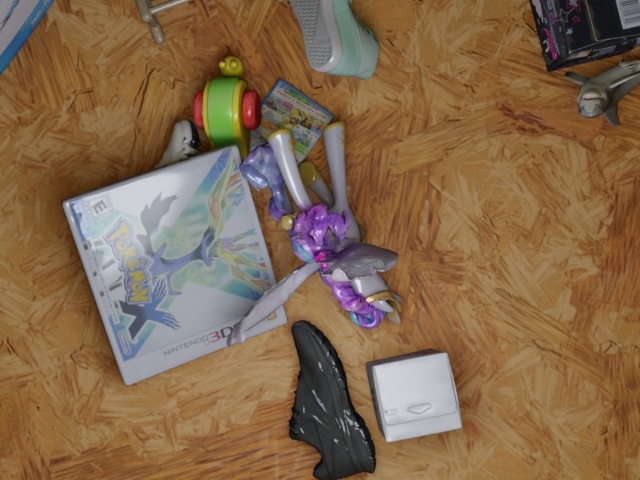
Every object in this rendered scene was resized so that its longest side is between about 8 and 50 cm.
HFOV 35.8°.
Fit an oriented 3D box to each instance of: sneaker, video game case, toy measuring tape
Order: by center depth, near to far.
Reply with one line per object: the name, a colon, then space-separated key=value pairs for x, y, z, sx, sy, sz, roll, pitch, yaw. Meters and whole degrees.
video game case: x=-0.234 y=0.040 z=1.645 sx=0.300 sy=0.036 sz=0.329 roll=-20 pitch=107 yaw=-17
sneaker: x=-0.005 y=0.277 z=1.692 sx=0.130 sy=0.109 sz=0.286 roll=-21 pitch=84 yaw=4
toy measuring tape: x=-0.163 y=-0.163 z=1.695 sx=0.121 sy=0.121 sz=0.330 roll=3 pitch=79 yaw=-1
sneaker: x=-0.276 y=-0.071 z=1.711 sx=0.118 sy=0.110 sz=0.292 roll=11 pitch=85 yaw=8
sneaker: x=0.029 y=-0.399 z=1.742 sx=0.094 sy=0.151 sz=0.256 roll=-19 pitch=73 yaw=37
video game case: x=-0.071 y=-0.187 z=1.764 sx=0.119 sy=0.015 sz=0.166 roll=35 pitch=86 yaw=2

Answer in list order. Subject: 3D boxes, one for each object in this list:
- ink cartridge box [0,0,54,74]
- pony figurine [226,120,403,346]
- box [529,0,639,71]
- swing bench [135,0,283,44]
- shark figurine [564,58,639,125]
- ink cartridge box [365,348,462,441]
ink cartridge box: x=-0.603 y=-0.420 z=1.640 sx=0.198 sy=0.270 sz=0.197 roll=35 pitch=86 yaw=1
pony figurine: x=0.000 y=0.000 z=1.613 sx=0.303 sy=0.351 sz=0.363 roll=-23 pitch=87 yaw=31
box: x=0.459 y=-0.443 z=1.734 sx=0.163 sy=0.142 sz=0.247 roll=-14 pitch=87 yaw=-4
swing bench: x=-0.218 y=-0.513 z=1.710 sx=0.253 sy=0.165 sz=0.254 roll=-20 pitch=86 yaw=-2
shark figurine: x=0.551 y=-0.262 z=1.755 sx=0.278 sy=0.166 sz=0.116 roll=-22 pitch=116 yaw=-12
ink cartridge box: x=0.152 y=0.255 z=1.657 sx=0.128 sy=0.176 sz=0.127 roll=-11 pitch=86 yaw=-3
